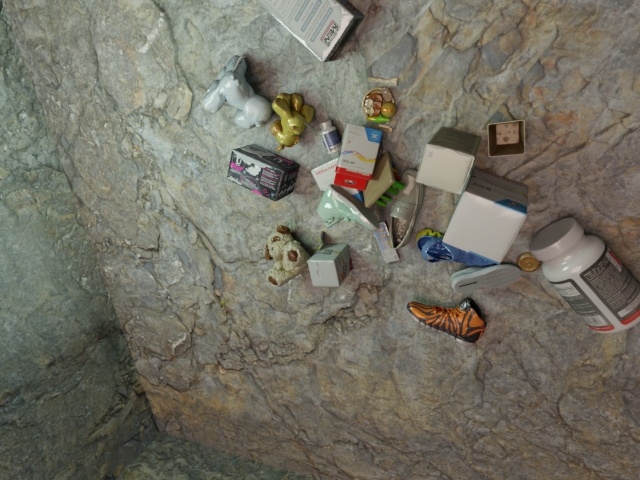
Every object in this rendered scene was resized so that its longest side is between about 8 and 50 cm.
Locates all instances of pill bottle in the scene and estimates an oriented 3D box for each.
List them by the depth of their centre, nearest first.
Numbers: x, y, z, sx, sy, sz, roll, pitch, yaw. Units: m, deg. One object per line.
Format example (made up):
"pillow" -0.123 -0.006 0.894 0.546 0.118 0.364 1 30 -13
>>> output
"pill bottle" 0.886 0.113 1.432 0.363 0.210 0.210 48 124 -2
"pill bottle" 0.039 -0.404 1.678 0.067 0.067 0.120 -13 108 30

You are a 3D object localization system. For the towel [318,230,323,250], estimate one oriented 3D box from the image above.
"towel" 0.000 0.000 1.887 0.009 0.083 0.060 12 122 -5

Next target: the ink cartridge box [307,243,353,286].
"ink cartridge box" 0.044 0.106 1.856 0.127 0.176 0.128 -2 113 27

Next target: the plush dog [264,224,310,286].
"plush dog" -0.152 0.048 1.944 0.225 0.210 0.262 52 130 19

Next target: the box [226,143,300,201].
"box" -0.238 -0.292 1.809 0.247 0.163 0.142 26 119 12

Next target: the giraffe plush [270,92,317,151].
"giraffe plush" -0.123 -0.446 1.683 0.170 0.181 0.210 -41 75 46

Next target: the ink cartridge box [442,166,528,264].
"ink cartridge box" 0.560 -0.093 1.453 0.198 0.270 0.197 24 123 14

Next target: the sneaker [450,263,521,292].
"sneaker" 0.623 0.129 1.642 0.258 0.091 0.094 -9 116 6

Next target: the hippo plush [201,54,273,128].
"hippo plush" -0.293 -0.578 1.706 0.236 0.234 0.294 35 147 -30

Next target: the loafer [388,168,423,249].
"loafer" 0.325 -0.113 1.652 0.112 0.111 0.319 13 119 22

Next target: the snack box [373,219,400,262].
"snack box" 0.272 0.006 1.791 0.064 0.022 0.178 -14 107 31

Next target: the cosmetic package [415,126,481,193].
"cosmetic package" 0.426 -0.271 1.415 0.153 0.296 0.129 21 120 16

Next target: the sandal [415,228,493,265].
"sandal" 0.509 0.045 1.628 0.317 0.138 0.126 5 114 22

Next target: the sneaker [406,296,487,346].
"sneaker" 0.526 0.291 1.762 0.321 0.124 0.180 24 118 1

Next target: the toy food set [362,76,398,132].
"toy food set" 0.211 -0.493 1.567 0.132 0.038 0.192 13 119 20

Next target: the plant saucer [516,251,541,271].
"plant saucer" 0.770 0.082 1.590 0.083 0.015 0.083 11 117 21

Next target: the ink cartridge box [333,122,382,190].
"ink cartridge box" 0.136 -0.307 1.607 0.134 0.078 0.231 11 101 -6

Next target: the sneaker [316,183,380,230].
"sneaker" 0.103 -0.089 1.682 0.256 0.094 0.151 39 120 11

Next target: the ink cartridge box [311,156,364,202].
"ink cartridge box" 0.079 -0.229 1.731 0.148 0.086 0.203 -20 104 31

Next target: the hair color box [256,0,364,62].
"hair color box" -0.054 -0.820 1.493 0.374 0.113 0.185 44 125 2

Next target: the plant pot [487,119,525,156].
"plant pot" 0.611 -0.342 1.412 0.109 0.096 0.109 -1 113 25

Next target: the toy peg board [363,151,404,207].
"toy peg board" 0.241 -0.217 1.637 0.079 0.161 0.161 22 134 -24
